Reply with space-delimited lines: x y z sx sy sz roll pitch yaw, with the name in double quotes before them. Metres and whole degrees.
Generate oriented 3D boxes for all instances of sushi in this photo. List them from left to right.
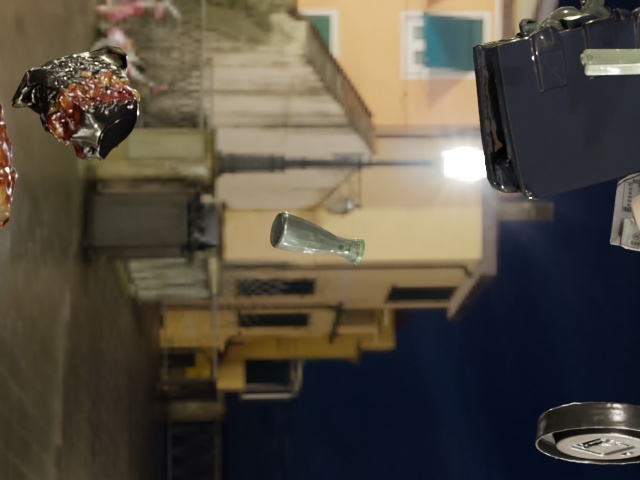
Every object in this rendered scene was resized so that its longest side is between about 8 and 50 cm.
"sushi" -0.370 -0.212 1.818 0.172 0.150 0.153 -4 133 -57

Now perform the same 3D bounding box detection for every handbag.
"handbag" 0.374 -0.218 1.611 0.118 0.325 0.269 22 -57 64

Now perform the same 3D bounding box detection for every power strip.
"power strip" 0.317 -0.189 1.203 0.017 0.083 0.027 86 6 -51

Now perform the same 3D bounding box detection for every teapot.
"teapot" 0.000 0.000 1.282 0.043 0.110 0.043 -44 -142 50

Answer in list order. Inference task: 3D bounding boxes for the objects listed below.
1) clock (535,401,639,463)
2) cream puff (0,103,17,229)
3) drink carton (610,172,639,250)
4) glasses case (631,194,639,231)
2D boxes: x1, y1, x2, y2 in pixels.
"clock" 0.387 0.264 1.555 0.184 0.184 0.040 100 -4 -65
"cream puff" -0.434 -0.113 1.018 0.350 0.350 0.229 97 5 -57
"drink carton" 0.589 -0.089 1.942 0.102 0.134 0.222 11 -85 55
"glasses case" 0.525 0.007 1.657 0.196 0.050 0.083 46 29 -18
